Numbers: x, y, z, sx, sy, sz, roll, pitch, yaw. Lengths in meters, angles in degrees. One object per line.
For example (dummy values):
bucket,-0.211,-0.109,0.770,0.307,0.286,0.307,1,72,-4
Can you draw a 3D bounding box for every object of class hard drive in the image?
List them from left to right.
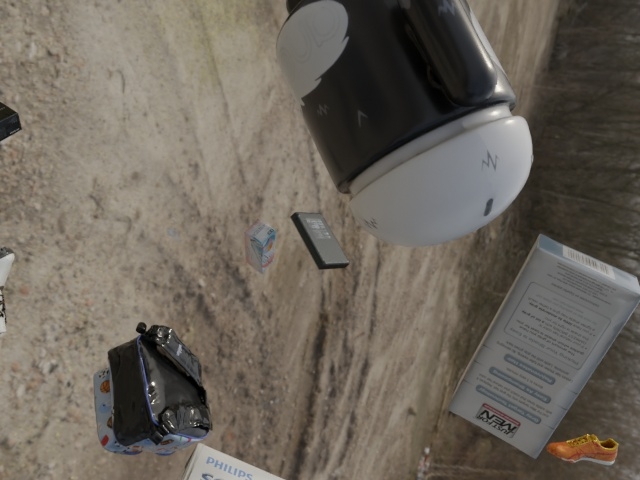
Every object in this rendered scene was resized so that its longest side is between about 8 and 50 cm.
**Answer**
hard drive,0.000,0.000,1.200,0.022,0.135,0.094,-42,155,30

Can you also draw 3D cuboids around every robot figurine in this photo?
robot figurine,0.070,-0.132,0.498,0.209,0.174,0.278,-13,76,-61

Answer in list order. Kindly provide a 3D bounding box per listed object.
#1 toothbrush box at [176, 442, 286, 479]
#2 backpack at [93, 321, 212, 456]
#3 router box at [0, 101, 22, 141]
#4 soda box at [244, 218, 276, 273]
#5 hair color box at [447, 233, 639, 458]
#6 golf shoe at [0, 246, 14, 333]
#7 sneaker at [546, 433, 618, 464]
toothbrush box,-0.118,0.417,0.694,0.295,0.217,0.126,-59,-172,29
backpack,-0.372,0.369,1.286,0.263,0.213,0.276,45,24,-52
router box,-0.649,-0.200,0.990,0.179,0.133,0.046,-49,165,-40
soda box,-0.161,0.018,1.498,0.058,0.063,0.183,-49,167,-24
hair color box,0.407,0.198,1.056,0.114,0.186,0.374,-30,145,-63
golf shoe,-0.548,0.108,0.933,0.198,0.094,0.077,-61,-173,-6
sneaker,0.618,0.488,1.337,0.064,0.175,0.067,-136,-129,-75
